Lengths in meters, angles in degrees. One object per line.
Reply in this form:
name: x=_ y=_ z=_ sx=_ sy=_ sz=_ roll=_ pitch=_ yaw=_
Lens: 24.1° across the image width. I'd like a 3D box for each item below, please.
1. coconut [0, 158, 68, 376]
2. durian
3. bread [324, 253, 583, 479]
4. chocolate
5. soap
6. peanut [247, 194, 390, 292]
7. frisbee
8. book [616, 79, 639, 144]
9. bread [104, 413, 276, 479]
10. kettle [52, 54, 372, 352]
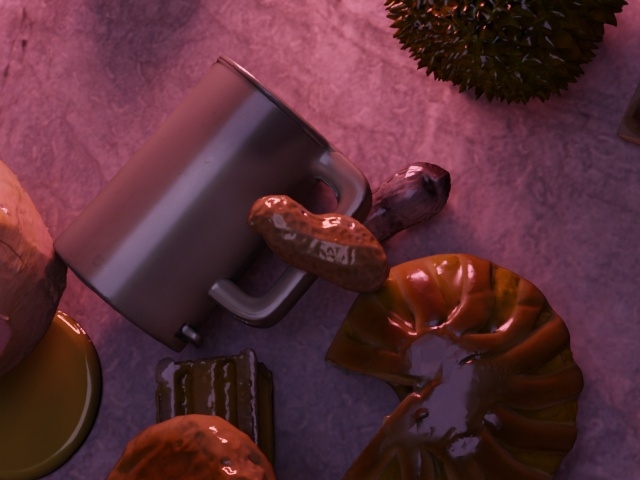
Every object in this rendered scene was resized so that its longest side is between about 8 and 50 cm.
coconut: x=-0.462 y=0.045 z=1.839 sx=0.297 sy=0.297 sz=0.254 roll=-41 pitch=54 yaw=4
durian: x=0.220 y=-0.286 z=1.743 sx=0.291 sy=0.224 sz=0.291 roll=0 pitch=78 yaw=0
bread: x=0.146 y=0.173 z=1.704 sx=0.333 sy=0.160 sz=0.333 roll=-4 pitch=76 yaw=15
chocolate: x=0.085 y=-0.039 z=1.820 sx=0.167 sy=0.072 sz=0.072 roll=-33 pitch=70 yaw=10
soap: x=-0.126 y=0.255 z=1.812 sx=0.135 sy=0.076 sz=0.233 roll=-8 pitch=74 yaw=15
peanut: x=0.000 y=0.000 z=1.702 sx=0.174 sy=0.080 sz=0.080 roll=26 pitch=85 yaw=-2
frisbee: x=-0.392 y=0.195 z=1.938 sx=0.236 sy=0.017 sz=0.236 roll=-4 pitch=76 yaw=17
book: x=0.480 y=-0.215 z=1.732 sx=0.202 sy=0.027 sz=0.264 roll=21 pitch=83 yaw=42
bread: x=-0.139 y=0.314 z=1.674 sx=0.244 sy=0.134 sz=0.244 roll=-15 pitch=62 yaw=31
kettle: x=-0.133 y=-0.034 z=1.803 sx=0.318 sy=0.205 sz=0.265 roll=-49 pitch=36 yaw=-2
